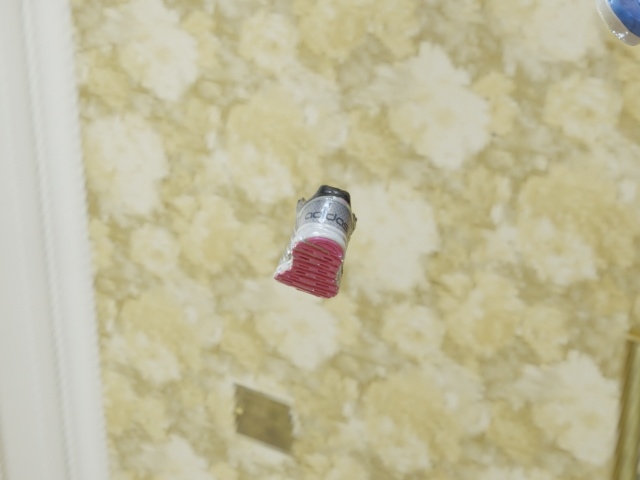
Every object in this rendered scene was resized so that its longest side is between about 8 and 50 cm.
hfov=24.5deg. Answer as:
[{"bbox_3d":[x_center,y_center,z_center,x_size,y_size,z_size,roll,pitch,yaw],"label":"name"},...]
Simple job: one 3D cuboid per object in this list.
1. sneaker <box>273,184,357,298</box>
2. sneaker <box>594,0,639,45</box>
[{"bbox_3d":[0.000,0.000,1.353,0.170,0.063,0.075,110,178,-69],"label":"sneaker"},{"bbox_3d":[0.320,-0.212,1.334,0.152,0.084,0.058,14,-130,-40],"label":"sneaker"}]
